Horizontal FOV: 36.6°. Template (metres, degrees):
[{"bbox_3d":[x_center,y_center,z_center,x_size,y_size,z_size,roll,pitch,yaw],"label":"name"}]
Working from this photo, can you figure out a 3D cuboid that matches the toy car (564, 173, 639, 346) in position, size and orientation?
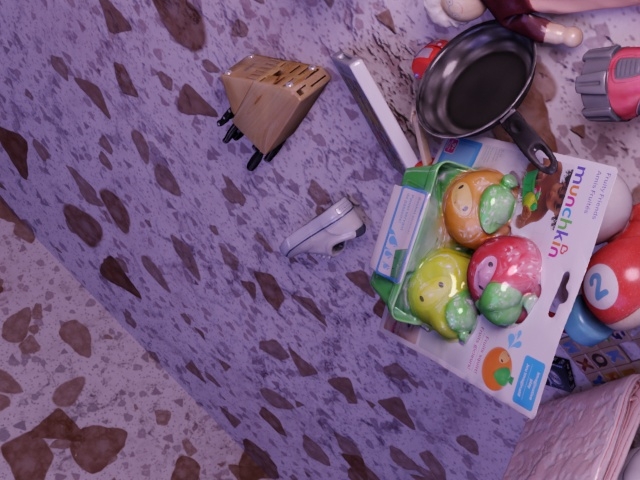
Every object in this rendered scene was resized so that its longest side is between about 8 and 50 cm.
[{"bbox_3d":[0.386,-0.015,1.336,0.238,0.210,0.219,43,140,-1],"label":"toy car"}]

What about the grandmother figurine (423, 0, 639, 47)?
[{"bbox_3d":[0.272,-0.337,1.249,0.342,0.104,0.208,1,117,48],"label":"grandmother figurine"}]

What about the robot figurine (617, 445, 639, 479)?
[{"bbox_3d":[0.557,0.462,1.677,0.300,0.200,0.353,11,155,-18],"label":"robot figurine"}]

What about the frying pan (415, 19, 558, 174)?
[{"bbox_3d":[0.258,-0.203,1.320,0.053,0.197,0.326,35,177,-40],"label":"frying pan"}]

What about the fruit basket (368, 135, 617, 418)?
[{"bbox_3d":[0.213,0.024,1.306,0.165,0.327,0.353,15,-173,-26],"label":"fruit basket"}]

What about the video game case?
[{"bbox_3d":[0.094,-0.201,1.586,0.227,0.026,0.206,58,-179,-16],"label":"video game case"}]

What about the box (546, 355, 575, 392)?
[{"bbox_3d":[0.421,0.239,1.775,0.083,0.018,0.067,13,134,43],"label":"box"}]

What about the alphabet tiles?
[{"bbox_3d":[0.537,0.239,1.642,0.237,0.009,0.198,51,149,-3],"label":"alphabet tiles"}]

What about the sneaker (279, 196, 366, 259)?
[{"bbox_3d":[0.000,0.000,1.963,0.091,0.094,0.258,55,148,-2],"label":"sneaker"}]

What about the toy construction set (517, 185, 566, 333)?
[{"bbox_3d":[0.310,0.052,1.529,0.257,0.237,0.309,-50,48,20],"label":"toy construction set"}]

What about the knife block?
[{"bbox_3d":[-0.084,-0.222,1.830,0.276,0.088,0.242,18,139,39],"label":"knife block"}]

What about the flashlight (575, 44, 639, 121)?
[{"bbox_3d":[0.466,-0.195,1.173,0.304,0.103,0.103,5,124,43],"label":"flashlight"}]

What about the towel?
[{"bbox_3d":[0.407,0.390,1.665,0.053,0.317,0.332,35,153,-6],"label":"towel"}]

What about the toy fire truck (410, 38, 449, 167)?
[{"bbox_3d":[0.178,-0.194,1.485,0.047,0.135,0.192,5,129,49],"label":"toy fire truck"}]
